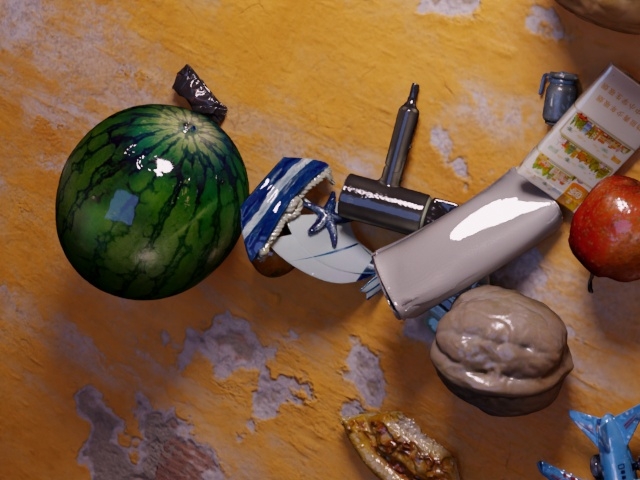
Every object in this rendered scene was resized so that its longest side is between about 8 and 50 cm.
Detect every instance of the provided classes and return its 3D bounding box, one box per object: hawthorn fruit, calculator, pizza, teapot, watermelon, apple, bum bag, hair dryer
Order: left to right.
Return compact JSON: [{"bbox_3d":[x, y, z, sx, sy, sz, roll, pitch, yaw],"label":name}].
[{"bbox_3d":[-0.293,-0.066,1.999,0.363,0.363,0.363,6,104,28],"label":"watermelon"},{"bbox_3d":[-0.222,-0.262,2.094,0.058,0.034,0.124,-42,80,20],"label":"bum bag"},{"bbox_3d":[-0.078,0.015,2.028,0.099,0.114,0.102,25,122,-14],"label":"apple"},{"bbox_3d":[0.150,0.383,2.014,0.271,0.056,0.134,44,126,13],"label":"pizza"},{"bbox_3d":[0.152,-0.134,1.900,0.196,0.078,0.248,15,98,13],"label":"hair dryer"},{"bbox_3d":[0.227,0.096,1.930,0.095,0.021,0.153,39,116,17],"label":"calculator"},{"bbox_3d":[0.370,-0.221,1.774,0.049,0.063,0.083,4,103,-9],"label":"teapot"},{"bbox_3d":[0.446,-0.001,1.712,0.157,0.157,0.194,38,120,17],"label":"hawthorn fruit"}]

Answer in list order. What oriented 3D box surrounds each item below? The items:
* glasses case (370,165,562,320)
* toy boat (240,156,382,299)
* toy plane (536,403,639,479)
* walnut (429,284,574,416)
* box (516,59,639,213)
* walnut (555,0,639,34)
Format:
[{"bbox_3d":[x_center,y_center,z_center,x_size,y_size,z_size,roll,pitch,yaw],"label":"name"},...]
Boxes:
[{"bbox_3d":[0.230,0.007,1.839,0.308,0.083,0.128,-31,65,1],"label":"glasses case"},{"bbox_3d":[0.003,-0.030,1.968,0.292,0.070,0.210,17,76,-14],"label":"toy boat"},{"bbox_3d":[0.476,0.395,1.808,0.254,0.105,0.271,-11,96,31],"label":"toy plane"},{"bbox_3d":[0.289,0.178,1.813,0.224,0.224,0.224,6,104,28],"label":"walnut"},{"bbox_3d":[0.416,-0.153,1.742,0.122,0.032,0.220,34,116,-11],"label":"box"},{"bbox_3d":[0.424,-0.435,1.572,0.313,0.277,0.252,34,146,14],"label":"walnut"}]
